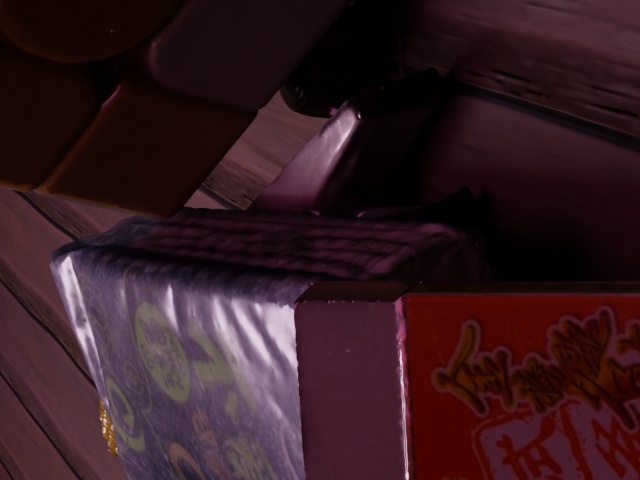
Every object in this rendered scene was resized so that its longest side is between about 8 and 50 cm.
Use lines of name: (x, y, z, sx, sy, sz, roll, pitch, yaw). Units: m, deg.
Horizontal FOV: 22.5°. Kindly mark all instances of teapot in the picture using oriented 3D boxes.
teapot: (0.001, -0.114, 1.092, 0.121, 0.068, 0.076, -120, 31, -41)

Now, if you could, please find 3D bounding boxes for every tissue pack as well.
tissue pack: (-0.012, 0.128, 1.018, 0.394, 0.124, 0.288, 5, 119, 60)

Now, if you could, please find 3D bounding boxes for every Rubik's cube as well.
Rubik's cube: (-0.183, -0.265, 0.996, 0.347, 0.344, 0.346, -46, 51, 30)

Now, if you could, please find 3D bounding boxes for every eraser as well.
eraser: (0.103, 0.098, 0.769, 0.038, 0.230, 0.157, -38, -55, -69)

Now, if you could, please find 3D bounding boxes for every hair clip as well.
hair clip: (0.004, -0.001, 1.107, 0.101, 0.085, 0.331, 63, 154, 8)

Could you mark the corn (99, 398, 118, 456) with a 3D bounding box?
corn: (-0.150, 0.118, 1.508, 0.293, 0.106, 0.106, 111, 143, -55)
